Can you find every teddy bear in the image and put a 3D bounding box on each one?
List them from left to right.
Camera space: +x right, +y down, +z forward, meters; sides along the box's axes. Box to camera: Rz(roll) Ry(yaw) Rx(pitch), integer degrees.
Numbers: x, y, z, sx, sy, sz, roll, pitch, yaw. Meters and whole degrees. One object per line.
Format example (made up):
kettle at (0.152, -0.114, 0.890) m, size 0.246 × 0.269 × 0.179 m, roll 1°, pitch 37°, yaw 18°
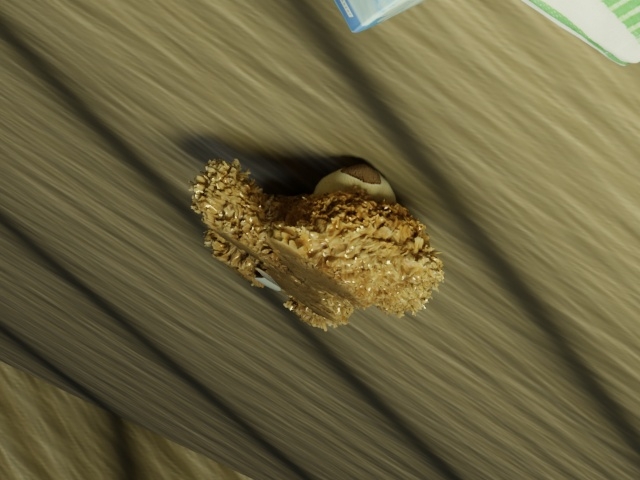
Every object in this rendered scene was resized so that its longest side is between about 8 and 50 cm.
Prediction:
teddy bear at (0.000, 0.000, 1.423) m, size 0.245 × 0.113 × 0.338 m, roll 30°, pitch 168°, yaw 8°

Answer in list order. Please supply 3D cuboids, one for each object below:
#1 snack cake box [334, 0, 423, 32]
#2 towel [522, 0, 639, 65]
snack cake box at (0.014, -0.238, 0.641) m, size 0.264 × 0.089 × 0.152 m, roll 61°, pitch 156°, yaw -1°
towel at (0.141, -0.192, 0.727) m, size 0.248 × 0.038 × 0.325 m, roll 29°, pitch 160°, yaw -14°
